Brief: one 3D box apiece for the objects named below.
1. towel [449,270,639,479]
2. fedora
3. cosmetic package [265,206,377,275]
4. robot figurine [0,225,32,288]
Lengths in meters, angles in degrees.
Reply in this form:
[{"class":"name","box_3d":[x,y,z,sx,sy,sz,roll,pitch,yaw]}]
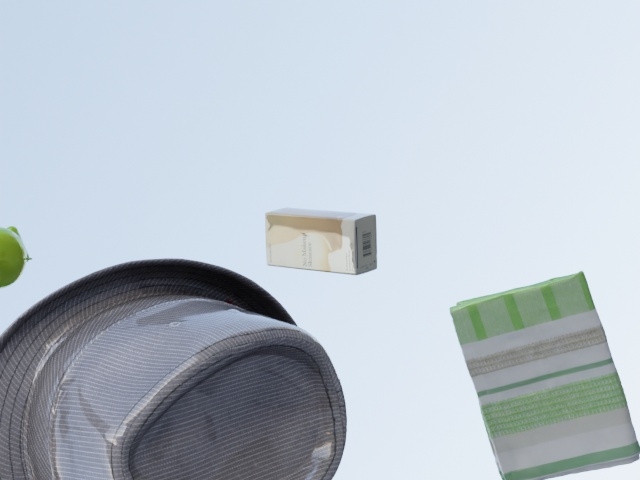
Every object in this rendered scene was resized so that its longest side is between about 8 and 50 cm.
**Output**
[{"class":"towel","box_3d":[0.173,0.107,1.002,0.113,0.152,0.023,-16,4,20]},{"class":"fedora","box_3d":[-0.088,0.132,0.895,0.275,0.124,0.244,-5,-91,-36]},{"class":"cosmetic package","box_3d":[0.000,0.000,1.333,0.041,0.115,0.060,-15,-75,-53]},{"class":"robot figurine","box_3d":[-0.356,0.017,1.368,0.101,0.115,0.067,-8,-81,-49]}]
